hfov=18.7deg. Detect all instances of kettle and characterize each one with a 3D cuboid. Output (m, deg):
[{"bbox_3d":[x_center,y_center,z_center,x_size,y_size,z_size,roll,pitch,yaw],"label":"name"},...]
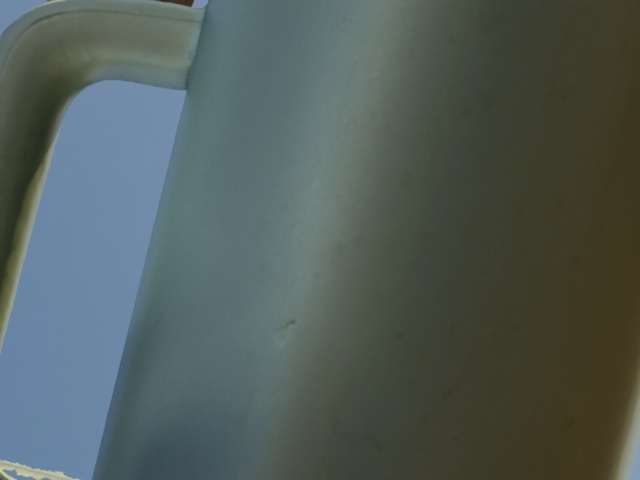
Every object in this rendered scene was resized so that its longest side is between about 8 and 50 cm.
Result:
[{"bbox_3d":[0.009,0.000,0.717,0.265,0.205,0.318,17,-98,-20],"label":"kettle"}]

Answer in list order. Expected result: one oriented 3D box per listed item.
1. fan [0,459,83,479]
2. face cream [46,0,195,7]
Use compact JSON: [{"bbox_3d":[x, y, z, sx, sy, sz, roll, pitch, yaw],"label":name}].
[{"bbox_3d":[-0.038,0.154,1.061,0.191,0.329,0.009,-27,-54,-64],"label":"fan"},{"bbox_3d":[-0.180,-0.225,1.144,0.096,0.154,0.274,-40,-53,4],"label":"face cream"}]
